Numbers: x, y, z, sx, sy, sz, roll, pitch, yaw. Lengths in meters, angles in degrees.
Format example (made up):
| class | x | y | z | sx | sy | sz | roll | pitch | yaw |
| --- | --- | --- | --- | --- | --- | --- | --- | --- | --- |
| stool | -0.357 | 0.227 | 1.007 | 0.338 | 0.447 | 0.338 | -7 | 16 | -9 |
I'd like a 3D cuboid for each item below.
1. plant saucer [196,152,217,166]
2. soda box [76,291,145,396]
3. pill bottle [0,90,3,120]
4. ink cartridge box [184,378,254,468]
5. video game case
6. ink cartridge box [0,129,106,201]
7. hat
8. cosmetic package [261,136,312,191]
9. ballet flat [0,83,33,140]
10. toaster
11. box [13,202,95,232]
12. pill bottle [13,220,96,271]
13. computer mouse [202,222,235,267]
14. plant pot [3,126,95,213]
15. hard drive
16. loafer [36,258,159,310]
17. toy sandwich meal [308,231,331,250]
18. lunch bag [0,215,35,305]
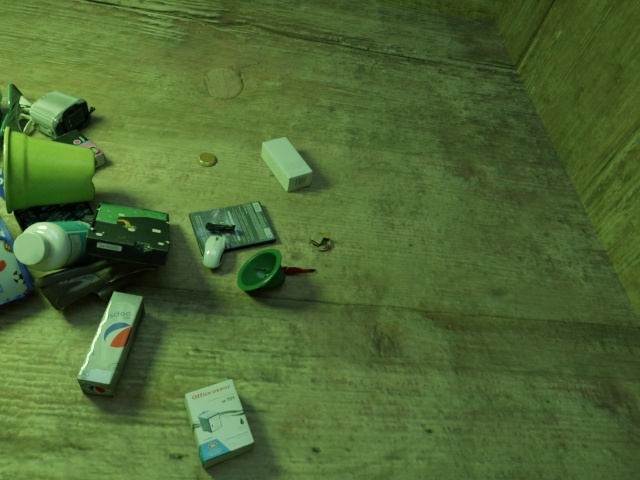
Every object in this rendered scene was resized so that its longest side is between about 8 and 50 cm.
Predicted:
| class | x | y | z | sx | sy | sz | roll | pitch | yaw |
| --- | --- | --- | --- | --- | --- | --- | --- | --- | --- |
| plant saucer | -0.465 | -0.334 | 2.046 | 0.083 | 0.015 | 0.083 | 7 | 51 | -9 |
| soda box | -0.598 | 0.295 | 1.450 | 0.091 | 0.098 | 0.286 | 12 | 49 | -5 |
| pill bottle | -1.277 | -0.449 | 1.829 | 0.176 | 0.176 | 0.318 | 1 | 52 | -13 |
| ink cartridge box | -0.280 | 0.499 | 1.375 | 0.140 | 0.082 | 0.190 | -13 | 58 | -23 |
| video game case | -0.324 | -0.048 | 1.844 | 0.274 | 0.026 | 0.196 | -13 | 56 | -22 |
| ink cartridge box | -1.001 | -0.269 | 1.832 | 0.176 | 0.069 | 0.371 | 38 | 55 | 17 |
| hat | -0.152 | 0.144 | 1.733 | 0.209 | 0.183 | 0.173 | -23 | 40 | 21 |
| cosmetic package | -0.142 | -0.317 | 2.071 | 0.117 | 0.085 | 0.231 | -19 | 57 | -27 |
| ballet flat | -1.176 | -0.490 | 1.953 | 0.096 | 0.095 | 0.280 | 2 | 61 | -25 |
| toaster | -1.019 | -0.498 | 1.967 | 0.146 | 0.129 | 0.227 | 23 | 51 | 7 |
| box | -0.892 | -0.071 | 1.702 | 0.220 | 0.051 | 0.175 | -30 | 63 | -32 |
| pill bottle | -0.794 | 0.015 | 1.510 | 0.146 | 0.264 | 0.146 | 0 | 93 | 4 |
| computer mouse | -0.361 | 0.010 | 1.744 | 0.106 | 0.042 | 0.193 | 9 | 50 | -8 |
| plant pot | -0.883 | -0.223 | 1.647 | 0.254 | 0.276 | 0.276 | -1 | 51 | -28 |
| hard drive | -0.609 | -0.028 | 1.607 | 0.237 | 0.064 | 0.339 | 11 | 19 | -22 |
| loafer | -0.675 | 0.125 | 1.573 | 0.366 | 0.134 | 0.130 | -16 | 95 | -27 |
| toy sandwich meal | 0.000 | 0.000 | 1.882 | 0.086 | 0.029 | 0.085 | 7 | 50 | -9 |
| lunch bag | -1.067 | 0.051 | 1.451 | 0.328 | 0.239 | 0.385 | -25 | 78 | -30 |
